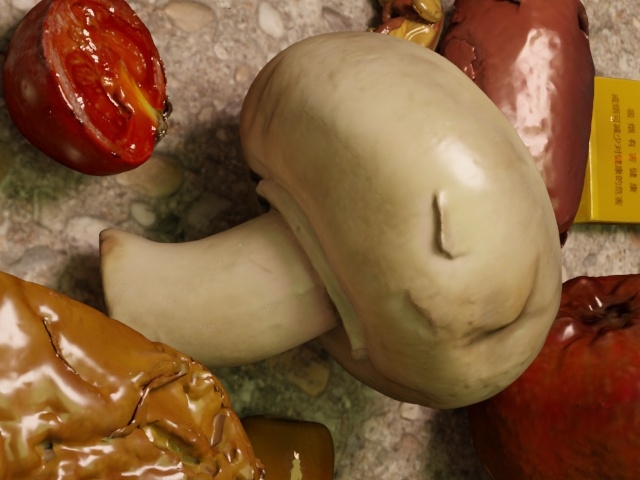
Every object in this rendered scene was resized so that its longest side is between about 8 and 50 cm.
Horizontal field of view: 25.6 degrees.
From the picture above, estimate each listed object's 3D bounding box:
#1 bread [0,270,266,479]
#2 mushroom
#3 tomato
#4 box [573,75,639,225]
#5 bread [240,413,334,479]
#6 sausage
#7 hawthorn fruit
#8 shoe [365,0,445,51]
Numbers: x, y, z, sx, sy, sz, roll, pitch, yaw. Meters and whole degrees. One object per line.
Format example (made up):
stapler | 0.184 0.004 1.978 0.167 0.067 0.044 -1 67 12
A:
bread | -0.227 0.221 0.971 0.398 0.215 0.398 2 86 -35
mushroom | 0.025 -0.017 1.126 0.315 0.356 0.315 -20 113 -62
tomato | -0.189 -0.117 1.089 0.139 0.091 0.159 47 37 -33
box | 0.368 -0.089 1.487 0.269 0.043 0.152 0 88 -33
bread | -0.038 0.267 1.178 0.093 0.074 0.239 12 81 -38
sausage | 0.171 -0.108 1.292 0.152 0.152 0.279 11 80 -33
hawthorn fruit | 0.287 0.168 1.295 0.275 0.275 0.299 -54 125 -23
shoe | 0.077 -0.199 1.279 0.069 0.072 0.109 34 70 -33
